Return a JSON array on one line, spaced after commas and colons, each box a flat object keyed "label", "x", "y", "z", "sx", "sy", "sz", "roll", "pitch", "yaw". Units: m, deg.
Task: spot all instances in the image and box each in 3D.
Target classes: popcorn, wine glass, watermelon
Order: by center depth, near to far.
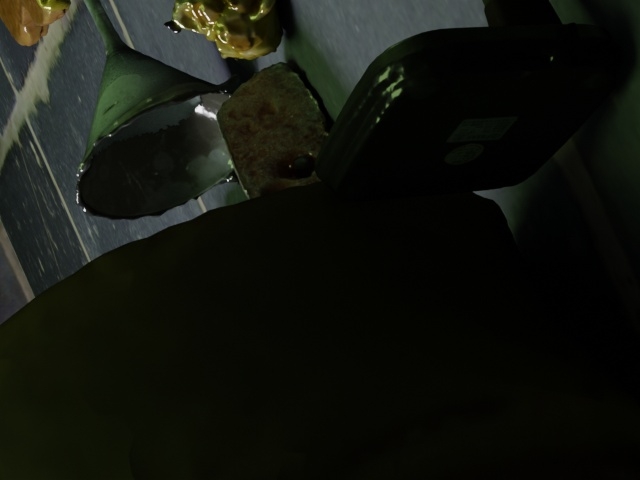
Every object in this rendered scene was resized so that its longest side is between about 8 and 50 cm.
[{"label": "popcorn", "x": -0.065, "y": -0.150, "z": 1.164, "sx": 0.084, "sy": 0.084, "sz": 0.084, "roll": 58, "pitch": 163, "yaw": 29}, {"label": "watermelon", "x": 0.000, "y": 0.000, "z": 1.190, "sx": 0.154, "sy": 0.094, "sz": 0.241, "roll": 88, "pitch": 157, "yaw": -77}, {"label": "wine glass", "x": -0.155, "y": -0.147, "z": 1.364, "sx": 0.156, "sy": 0.156, "sz": 0.232, "roll": 94, "pitch": 152, "yaw": -60}]

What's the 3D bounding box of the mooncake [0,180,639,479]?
[{"label": "mooncake", "x": -0.022, "y": 0.165, "z": 0.884, "sx": 0.246, "sy": 0.394, "sz": 0.393, "roll": 54, "pitch": 165, "yaw": 32}]

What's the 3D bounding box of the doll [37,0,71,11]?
[{"label": "doll", "x": -0.225, "y": -0.290, "z": 1.451, "sx": 0.293, "sy": 0.119, "sz": 0.138, "roll": 87, "pitch": -176, "yaw": -64}]

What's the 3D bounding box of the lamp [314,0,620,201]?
[{"label": "lamp", "x": -0.017, "y": -0.135, "z": 0.817, "sx": 0.283, "sy": 0.203, "sz": 0.124, "roll": 60, "pitch": 145, "yaw": 36}]

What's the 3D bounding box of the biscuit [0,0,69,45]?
[{"label": "biscuit", "x": -0.333, "y": -0.351, "z": 1.827, "sx": 0.376, "sy": 0.051, "sz": 0.269, "roll": 55, "pitch": 159, "yaw": 32}]
